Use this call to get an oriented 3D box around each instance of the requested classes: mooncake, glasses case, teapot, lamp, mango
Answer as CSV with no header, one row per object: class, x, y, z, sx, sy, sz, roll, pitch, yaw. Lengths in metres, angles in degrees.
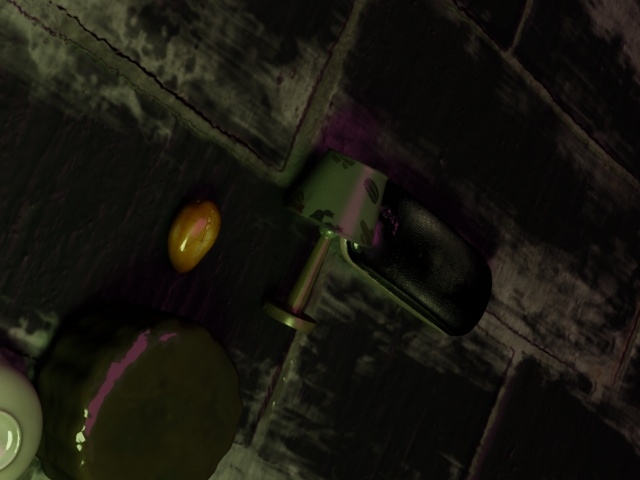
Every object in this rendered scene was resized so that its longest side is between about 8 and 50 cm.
mooncake,-0.204,0.181,1.498,0.228,0.124,0.228,-17,116,-40
glasses case,0.132,0.027,1.841,0.314,0.075,0.122,36,71,-44
teapot,-0.348,0.198,1.375,0.145,0.092,0.226,19,90,-32
lamp,0.000,0.000,1.674,0.121,0.121,0.215,21,96,-46
mango,-0.144,-0.005,1.570,0.060,0.046,0.089,19,89,-47
